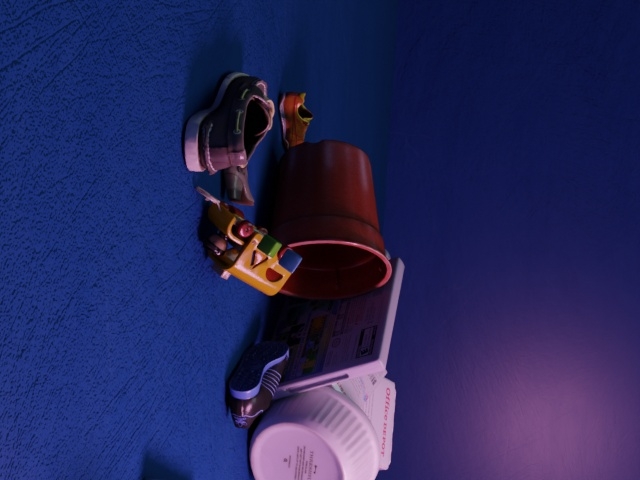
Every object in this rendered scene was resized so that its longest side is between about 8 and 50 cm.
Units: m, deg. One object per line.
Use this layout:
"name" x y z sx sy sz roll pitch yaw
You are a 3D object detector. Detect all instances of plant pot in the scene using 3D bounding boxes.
"plant pot" 0.008 -0.050 1.955 0.272 0.272 0.265 74 14 -60

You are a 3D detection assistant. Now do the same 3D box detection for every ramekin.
"ramekin" -0.023 0.441 1.914 0.127 0.273 0.272 -35 129 -60

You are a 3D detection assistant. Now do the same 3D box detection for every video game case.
"video game case" 0.024 0.187 1.988 0.036 0.300 0.329 56 30 -28

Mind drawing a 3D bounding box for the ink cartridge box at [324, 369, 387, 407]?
"ink cartridge box" 0.033 0.295 2.024 0.176 0.127 0.128 -44 113 -48

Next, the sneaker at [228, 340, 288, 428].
"sneaker" -0.122 0.276 1.810 0.232 0.081 0.090 -46 141 -63

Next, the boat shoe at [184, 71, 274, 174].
"boat shoe" -0.130 -0.198 1.539 0.324 0.097 0.116 -65 156 -63

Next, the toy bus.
"toy bus" -0.136 0.015 1.546 0.104 0.202 0.191 -56 176 1

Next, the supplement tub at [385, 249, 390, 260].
"supplement tub" 0.097 0.178 2.604 0.193 0.194 0.316 -55 146 -70

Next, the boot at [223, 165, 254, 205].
"boot" -0.142 -0.111 1.660 0.118 0.042 0.087 29 62 -78

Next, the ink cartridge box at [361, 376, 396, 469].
"ink cartridge box" 0.038 0.402 2.209 0.306 0.131 0.226 36 52 -44

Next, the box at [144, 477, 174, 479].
"box" -0.211 0.432 1.420 0.244 0.060 0.100 69 26 -65

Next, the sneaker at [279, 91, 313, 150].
"sneaker" -0.049 -0.249 2.034 0.175 0.067 0.064 82 14 -53
